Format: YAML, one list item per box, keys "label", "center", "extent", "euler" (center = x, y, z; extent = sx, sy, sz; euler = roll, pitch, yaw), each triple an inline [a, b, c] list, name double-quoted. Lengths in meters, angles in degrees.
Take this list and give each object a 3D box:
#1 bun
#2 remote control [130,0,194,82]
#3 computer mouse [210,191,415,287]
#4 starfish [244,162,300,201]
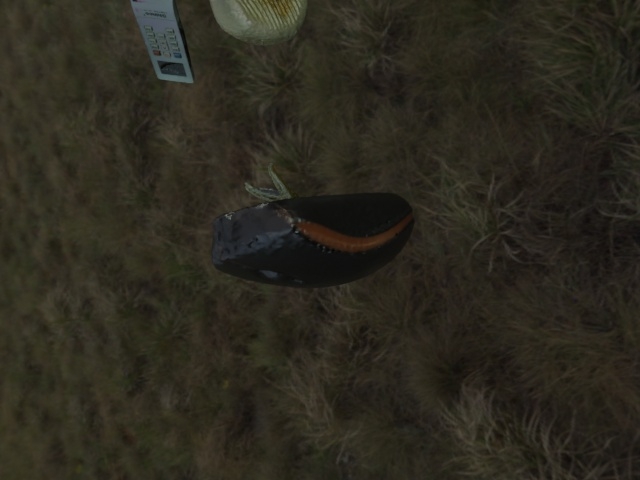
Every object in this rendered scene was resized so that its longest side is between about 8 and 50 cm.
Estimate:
- label: "bun"
  center: [-0.139, -0.545, 1.274]
  extent: [0.153, 0.243, 0.244]
  euler: [19, 108, 57]
- label: "remote control"
  center: [-0.227, -0.300, 0.852]
  extent: [0.166, 0.065, 0.029]
  euler: [90, -172, -63]
- label: "computer mouse"
  center: [0.002, 0.005, 0.789]
  extent: [0.183, 0.323, 0.117]
  euler: [-27, 74, 49]
- label: "starfish"
  center: [-0.061, -0.068, 1.058]
  extent: [0.208, 0.053, 0.176]
  euler: [17, 145, 32]
